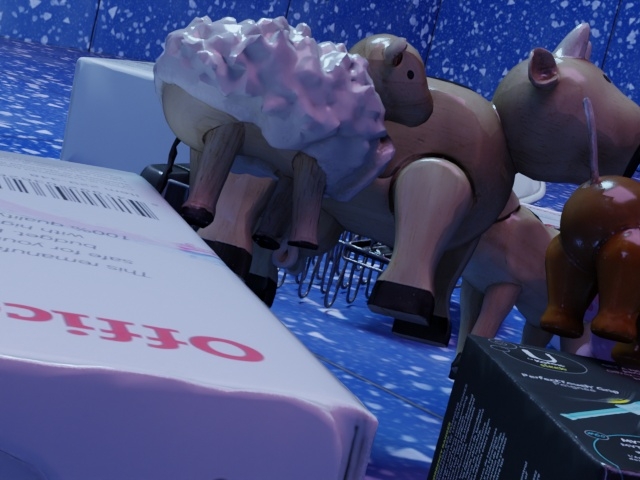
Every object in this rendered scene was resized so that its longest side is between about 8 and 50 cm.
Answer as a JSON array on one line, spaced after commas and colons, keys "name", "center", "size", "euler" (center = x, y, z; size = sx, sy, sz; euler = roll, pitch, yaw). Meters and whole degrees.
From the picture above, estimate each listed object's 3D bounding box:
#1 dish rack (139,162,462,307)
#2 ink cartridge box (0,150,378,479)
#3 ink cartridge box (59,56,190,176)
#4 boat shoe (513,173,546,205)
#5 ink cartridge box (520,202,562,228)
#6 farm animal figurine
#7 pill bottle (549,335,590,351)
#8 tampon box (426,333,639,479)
[{"name": "dish rack", "center": [0.000, 0.000, 1.078], "size": [0.272, 0.074, 0.208], "euler": [20, 13, 23]}, {"name": "ink cartridge box", "center": [-0.146, 0.046, 0.451], "size": [0.226, 0.131, 0.306], "euler": [10, 11, -19]}, {"name": "ink cartridge box", "center": [-0.102, -0.107, 1.391], "size": [0.197, 0.114, 0.273], "euler": [16, 11, 21]}, {"name": "boat shoe", "center": [0.131, -0.046, 1.513], "size": [0.099, 0.116, 0.319], "euler": [-33, -14, 37]}, {"name": "ink cartridge box", "center": [0.201, 0.000, 1.367], "size": [0.099, 0.056, 0.135], "euler": [14, 11, 3]}, {"name": "farm animal figurine", "center": [0.078, -0.028, 0.726], "size": [0.327, 0.172, 0.330], "euler": [16, -12, -3]}, {"name": "pill bottle", "center": [0.241, 0.029, 1.085], "size": [0.117, 0.117, 0.215], "euler": [17, 11, 18]}, {"name": "tampon box", "center": [0.117, 0.112, 0.512], "size": [0.120, 0.101, 0.161], "euler": [12, 9, -11]}]
